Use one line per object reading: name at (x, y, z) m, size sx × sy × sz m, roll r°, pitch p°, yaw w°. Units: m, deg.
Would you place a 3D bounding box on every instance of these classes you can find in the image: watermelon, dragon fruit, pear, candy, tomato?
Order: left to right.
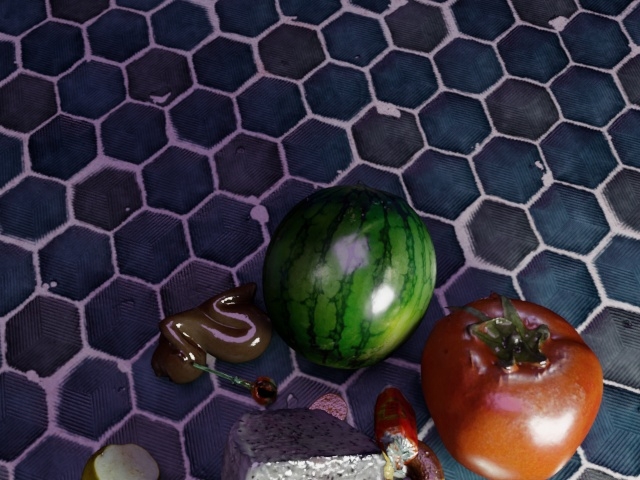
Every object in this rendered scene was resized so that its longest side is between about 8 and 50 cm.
pear at (-0.376, 0.452, 1.484) m, size 0.141 × 0.104 × 0.141 m, roll 22°, pitch 38°, yaw -18°
candy at (-0.167, 0.274, 1.568) m, size 0.185 × 0.049 × 0.055 m, roll 24°, pitch 61°, yaw -19°
dragon fruit at (-0.053, 0.435, 1.440) m, size 0.283 × 0.221 × 0.204 m, roll 4°, pitch 103°, yaw -29°
watermelon at (0.054, 0.064, 1.536) m, size 0.363 × 0.363 × 0.363 m, roll 0°, pitch 63°, yaw 1°
candy at (0.138, 0.338, 1.465) m, size 0.059 × 0.292 × 0.086 m, roll -37°, pitch 102°, yaw 14°
tomato at (0.339, 0.278, 1.474) m, size 0.341 × 0.272 × 0.341 m, roll 1°, pitch 34°, yaw -1°

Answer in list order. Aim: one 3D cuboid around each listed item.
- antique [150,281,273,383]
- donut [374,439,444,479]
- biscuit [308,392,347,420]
antique at (-0.218, 0.199, 1.606) m, size 0.257 × 0.121 × 0.143 m, roll -22°, pitch 74°, yaw -18°
donut at (0.157, 0.451, 1.496) m, size 0.166 × 0.073 × 0.184 m, roll 4°, pitch 65°, yaw 0°
biscuit at (0.014, 0.347, 1.580) m, size 0.091 × 0.015 × 0.078 m, roll -37°, pitch 70°, yaw -16°
